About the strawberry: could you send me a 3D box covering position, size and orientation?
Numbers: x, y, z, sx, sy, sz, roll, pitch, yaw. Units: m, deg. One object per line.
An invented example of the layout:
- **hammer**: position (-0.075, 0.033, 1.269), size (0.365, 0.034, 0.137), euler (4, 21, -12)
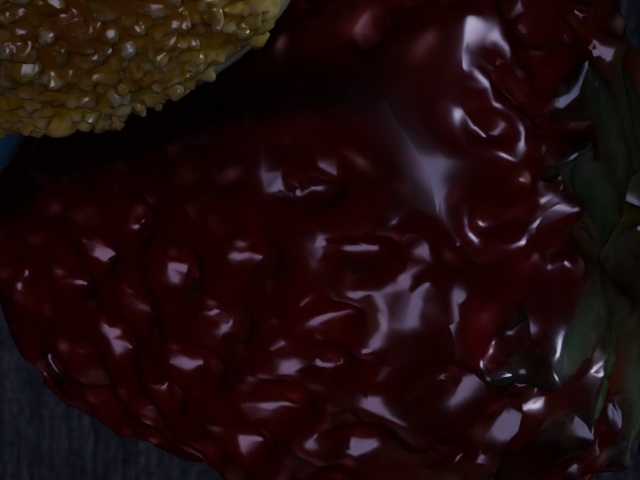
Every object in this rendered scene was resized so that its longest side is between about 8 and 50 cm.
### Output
- **strawberry**: position (0.000, 0.000, 0.943), size (0.345, 0.295, 0.317), euler (2, 139, 25)

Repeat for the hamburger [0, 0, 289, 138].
- **hamburger**: position (-0.137, -0.181, 0.783), size (0.302, 0.170, 0.302), euler (7, 123, 12)

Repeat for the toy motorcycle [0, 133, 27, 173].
- **toy motorcycle**: position (-0.317, -0.098, 0.962), size (0.416, 0.172, 0.232), euler (-18, 97, -1)
